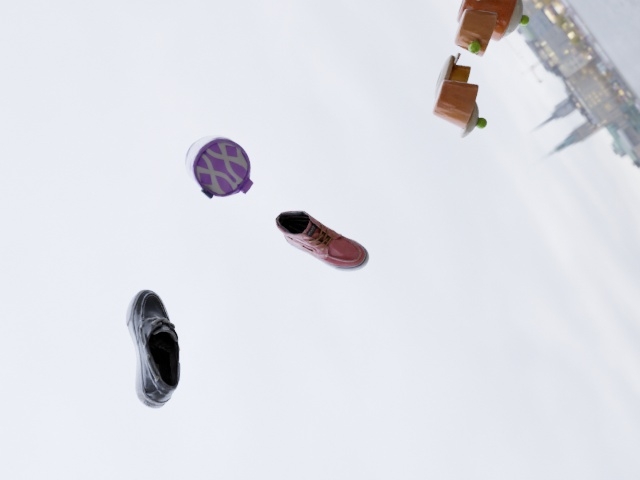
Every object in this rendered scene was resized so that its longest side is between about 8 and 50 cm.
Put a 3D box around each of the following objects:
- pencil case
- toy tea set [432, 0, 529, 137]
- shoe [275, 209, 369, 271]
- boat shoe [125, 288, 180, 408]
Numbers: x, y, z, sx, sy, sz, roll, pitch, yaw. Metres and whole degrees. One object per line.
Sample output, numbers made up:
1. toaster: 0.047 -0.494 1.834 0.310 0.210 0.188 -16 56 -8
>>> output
1. pencil case: -0.153 -0.112 0.996 0.088 0.086 0.206 29 -177 -19
2. toy tea set: 0.285 -0.326 1.138 0.124 0.336 0.200 18 176 2
3. shoe: 0.000 0.000 1.204 0.178 0.063 0.081 22 166 27
4. boat shoe: -0.366 0.220 1.496 0.108 0.102 0.301 20 -141 -34
